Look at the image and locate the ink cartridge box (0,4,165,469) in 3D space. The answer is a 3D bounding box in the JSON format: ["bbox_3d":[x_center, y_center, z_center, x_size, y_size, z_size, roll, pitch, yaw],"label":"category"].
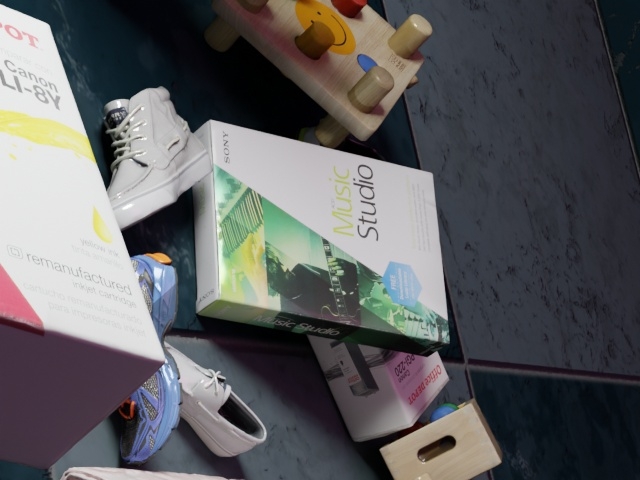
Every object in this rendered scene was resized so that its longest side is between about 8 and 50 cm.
[{"bbox_3d":[-0.318,-0.037,1.516,0.279,0.160,0.385,20,37,-45],"label":"ink cartridge box"}]

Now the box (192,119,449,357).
[{"bbox_3d":[0.000,0.000,2.228,0.322,0.058,0.232,11,60,-30],"label":"box"}]

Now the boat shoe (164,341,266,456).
[{"bbox_3d":[-0.123,0.166,2.023,0.184,0.063,0.066,55,31,-30],"label":"boat shoe"}]

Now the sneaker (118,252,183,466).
[{"bbox_3d":[-0.195,0.120,1.916,0.087,0.083,0.221,6,70,-31],"label":"sneaker"}]

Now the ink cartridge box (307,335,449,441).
[{"bbox_3d":[0.062,0.120,2.370,0.158,0.092,0.218,-41,111,-61],"label":"ink cartridge box"}]

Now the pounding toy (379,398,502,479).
[{"bbox_3d":[0.120,0.269,2.318,0.094,0.181,0.206,63,5,4],"label":"pounding toy"}]

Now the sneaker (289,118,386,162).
[{"bbox_3d":[0.049,-0.068,2.456,0.235,0.097,0.084,47,36,-39],"label":"sneaker"}]

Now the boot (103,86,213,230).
[{"bbox_3d":[-0.203,-0.088,2.023,0.123,0.095,0.258,61,20,-7],"label":"boot"}]

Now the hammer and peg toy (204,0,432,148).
[{"bbox_3d":[0.024,-0.281,2.423,0.266,0.127,0.361,42,32,-4],"label":"hammer and peg toy"}]

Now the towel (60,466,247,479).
[{"bbox_3d":[-0.049,0.312,1.861,0.332,0.317,0.053,19,97,-58],"label":"towel"}]
